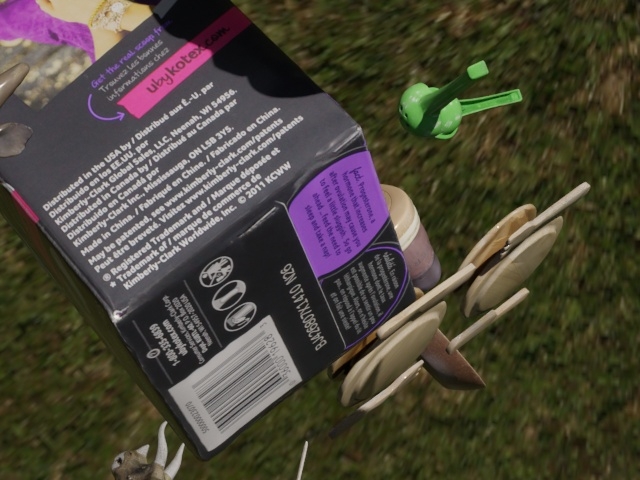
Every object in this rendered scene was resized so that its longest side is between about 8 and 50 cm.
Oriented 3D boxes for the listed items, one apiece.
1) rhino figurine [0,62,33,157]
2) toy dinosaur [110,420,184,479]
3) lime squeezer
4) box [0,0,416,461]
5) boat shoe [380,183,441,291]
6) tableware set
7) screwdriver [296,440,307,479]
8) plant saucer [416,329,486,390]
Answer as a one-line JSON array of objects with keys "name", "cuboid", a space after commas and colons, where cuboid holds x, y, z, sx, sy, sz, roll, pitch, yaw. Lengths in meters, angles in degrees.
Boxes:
[{"name": "rhino figurine", "cuboid": [-0.187, 0.005, 0.633, 0.243, 0.106, 0.073, -38, 103, 27]}, {"name": "toy dinosaur", "cuboid": [-0.135, 0.333, 1.589, 0.160, 0.121, 0.313, -29, 78, -7]}, {"name": "lime squeezer", "cuboid": [0.135, -0.146, 1.780, 0.110, 0.310, 0.059, -38, 81, 10]}, {"name": "box", "cuboid": [-0.098, -0.050, 0.877, 0.143, 0.165, 0.270, -37, 58, -10]}, {"name": "boat shoe", "cuboid": [0.000, 0.000, 1.537, 0.103, 0.285, 0.092, -46, 118, -23]}, {"name": "tableware set", "cuboid": [0.072, 0.031, 1.050, 0.039, 0.194, 0.128, 45, 145, 18]}, {"name": "screwdriver", "cuboid": [-0.028, 0.297, 1.954, 0.025, 0.170, 0.024, 3, 140, 20]}, {"name": "plant saucer", "cuboid": [0.100, 0.098, 1.893, 0.036, 0.198, 0.198, -42, 91, -3]}]
